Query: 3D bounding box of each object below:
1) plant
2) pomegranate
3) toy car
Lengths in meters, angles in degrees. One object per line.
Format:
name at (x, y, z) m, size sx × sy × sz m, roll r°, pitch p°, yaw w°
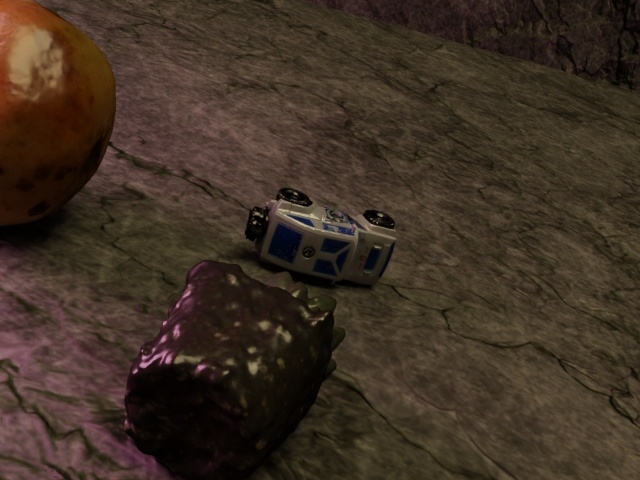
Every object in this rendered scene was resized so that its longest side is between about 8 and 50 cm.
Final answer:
plant at (-0.063, 0.093, 0.723) m, size 0.132 × 0.129 × 0.194 m, roll 26°, pitch 28°, yaw 10°
pomegranate at (-0.306, -0.125, 0.881) m, size 0.215 × 0.215 × 0.215 m, roll 17°, pitch 25°, yaw -8°
toy car at (0.000, 0.000, 1.022) m, size 0.170 × 0.080 × 0.070 m, roll 14°, pitch 25°, yaw -16°
